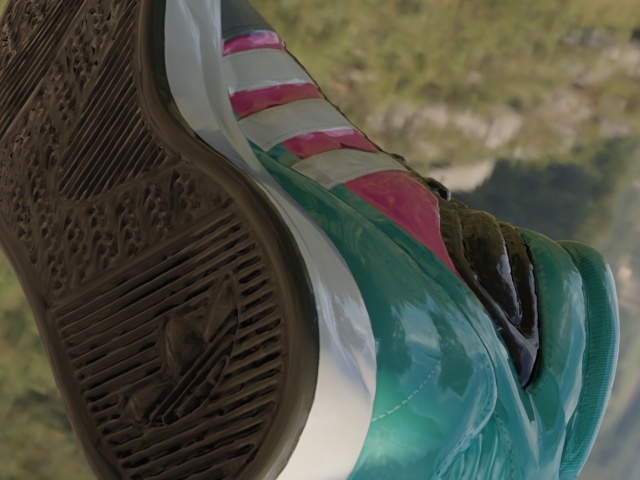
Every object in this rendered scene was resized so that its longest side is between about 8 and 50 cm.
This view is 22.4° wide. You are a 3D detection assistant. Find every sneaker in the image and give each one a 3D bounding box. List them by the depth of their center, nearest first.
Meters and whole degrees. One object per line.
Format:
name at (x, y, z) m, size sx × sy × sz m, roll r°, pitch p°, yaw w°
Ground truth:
sneaker at (0.000, 0.000, 0.528) m, size 0.178 × 0.295 × 0.124 m, roll 28°, pitch 114°, yaw -37°
